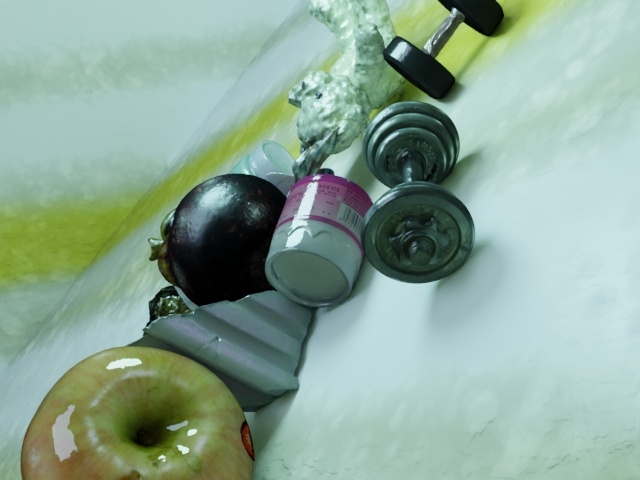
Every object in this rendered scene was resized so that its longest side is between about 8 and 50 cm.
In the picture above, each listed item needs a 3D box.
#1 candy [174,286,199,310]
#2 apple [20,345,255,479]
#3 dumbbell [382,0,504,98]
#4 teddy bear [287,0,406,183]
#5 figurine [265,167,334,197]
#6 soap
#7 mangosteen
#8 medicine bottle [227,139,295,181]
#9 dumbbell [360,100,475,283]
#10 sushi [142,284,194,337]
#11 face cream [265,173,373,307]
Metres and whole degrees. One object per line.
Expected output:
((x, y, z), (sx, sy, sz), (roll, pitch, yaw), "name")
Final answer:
((-0.228, 0.029, 2.252), (0.157, 0.214, 0.290), (-39, 30, 40), "candy")
((-0.309, 0.373, 1.660), (0.346, 0.391, 0.391), (118, 171, -48), "apple")
((0.245, -0.409, 1.980), (0.218, 0.152, 0.152), (-52, 20, 6), "dumbbell")
((0.008, -0.360, 2.113), (0.362, 0.375, 0.327), (-30, 5, -32), "teddy bear")
((-0.045, -0.061, 2.190), (0.260, 0.102, 0.205), (-32, 66, 43), "figurine")
((-0.179, 0.152, 1.853), (0.159, 0.302, 0.258), (-44, 22, 48), "soap")
((-0.179, 0.007, 2.020), (0.297, 0.297, 0.313), (-58, 20, -8), "mangosteen")
((-0.170, -0.134, 2.493), (0.225, 0.139, 0.139), (-44, 22, 27), "medicine bottle")
((0.155, -0.086, 1.636), (0.179, 0.179, 0.406), (-44, 22, 26), "dumbbell")
((-0.346, 0.220, 2.356), (0.213, 0.147, 0.115), (-68, 23, 16), "sushi")
((0.000, 0.000, 1.849), (0.175, 0.175, 0.195), (-34, 27, 44), "face cream")
